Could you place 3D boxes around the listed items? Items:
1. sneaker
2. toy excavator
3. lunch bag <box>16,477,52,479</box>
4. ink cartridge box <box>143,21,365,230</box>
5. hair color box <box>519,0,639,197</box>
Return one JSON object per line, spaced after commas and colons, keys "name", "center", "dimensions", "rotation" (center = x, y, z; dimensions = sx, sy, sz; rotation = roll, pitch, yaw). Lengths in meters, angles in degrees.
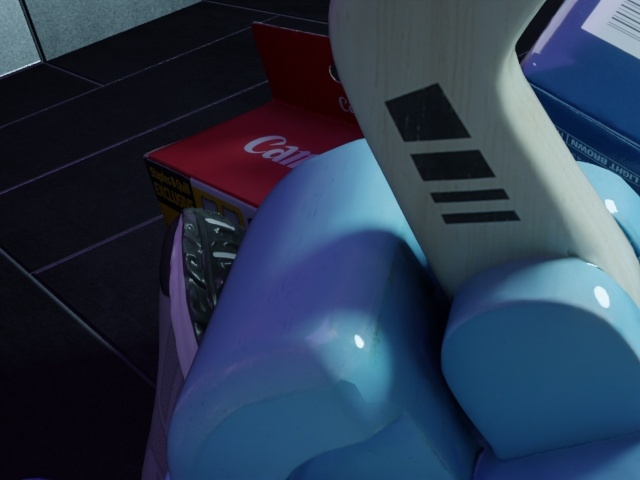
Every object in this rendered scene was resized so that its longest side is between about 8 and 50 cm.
{"name": "sneaker", "center": [-0.072, 0.108, 0.823], "dimensions": [0.108, 0.271, 0.100], "rotation": [-22, -24, 36]}
{"name": "toy excavator", "center": [0.061, 0.017, 0.543], "dimensions": [0.433, 0.445, 0.222], "rotation": [-18, 34, 29]}
{"name": "lunch bag", "center": [-0.232, 0.217, 0.737], "dimensions": [0.303, 0.114, 0.243], "rotation": [-9, 3, -39]}
{"name": "ink cartridge box", "center": [0.000, 0.000, 0.964], "dimensions": [0.130, 0.271, 0.309], "rotation": [-26, 24, -22]}
{"name": "hair color box", "center": [0.202, -0.062, 0.844], "dimensions": [0.105, 0.347, 0.174], "rotation": [33, 75, 17]}
